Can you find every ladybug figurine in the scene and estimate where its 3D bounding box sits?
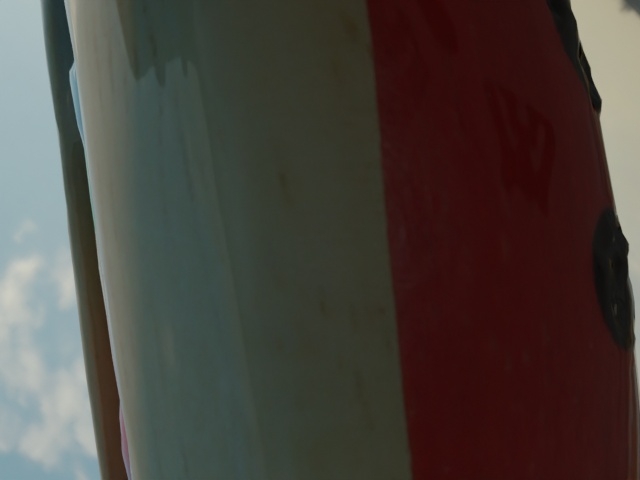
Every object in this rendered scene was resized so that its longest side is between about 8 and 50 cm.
[{"bbox_3d":[0.000,0.000,0.530,0.305,0.162,0.449,141,122,-77],"label":"ladybug figurine"}]
